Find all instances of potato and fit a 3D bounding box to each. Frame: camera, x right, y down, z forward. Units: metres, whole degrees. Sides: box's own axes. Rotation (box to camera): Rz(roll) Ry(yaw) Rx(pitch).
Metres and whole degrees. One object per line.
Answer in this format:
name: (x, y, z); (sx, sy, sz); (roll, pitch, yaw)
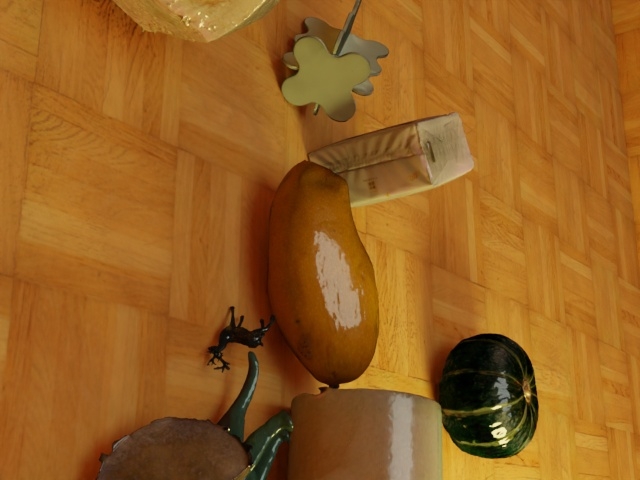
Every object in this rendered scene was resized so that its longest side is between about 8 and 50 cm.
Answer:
potato: (-0.207, 0.309, 1.088); (0.138, 0.098, 0.243); (41, 50, 18)

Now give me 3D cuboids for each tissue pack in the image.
tissue pack: (0.126, -0.138, 1.602); (0.185, 0.225, 0.124); (-20, 97, -55)

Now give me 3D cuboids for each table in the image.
table: (0.031, -0.327, 1.598); (0.166, 0.167, 0.198); (58, 31, -27)

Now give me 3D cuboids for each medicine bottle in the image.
medicine bottle: (0.062, 0.435, 1.318); (0.236, 0.236, 0.406); (29, 57, -48)

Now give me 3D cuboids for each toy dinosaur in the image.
toy dinosaur: (-0.163, 0.360, 1.173); (0.129, 0.331, 0.383); (83, -20, -53)

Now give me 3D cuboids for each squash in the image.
squash: (0.342, 0.313, 1.831); (0.252, 0.165, 0.252); (29, 55, -52)

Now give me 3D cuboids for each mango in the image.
mango: (-0.001, 0.053, 1.423); (0.187, 0.144, 0.359); (-15, 91, -40)

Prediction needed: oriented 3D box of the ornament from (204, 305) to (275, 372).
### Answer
ornament: (-0.118, 0.145, 1.300); (0.125, 0.074, 0.028); (-61, 159, -51)

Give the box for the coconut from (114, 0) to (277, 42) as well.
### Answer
coconut: (-0.169, -0.414, 1.204); (0.309, 0.298, 0.297); (39, 49, -36)
